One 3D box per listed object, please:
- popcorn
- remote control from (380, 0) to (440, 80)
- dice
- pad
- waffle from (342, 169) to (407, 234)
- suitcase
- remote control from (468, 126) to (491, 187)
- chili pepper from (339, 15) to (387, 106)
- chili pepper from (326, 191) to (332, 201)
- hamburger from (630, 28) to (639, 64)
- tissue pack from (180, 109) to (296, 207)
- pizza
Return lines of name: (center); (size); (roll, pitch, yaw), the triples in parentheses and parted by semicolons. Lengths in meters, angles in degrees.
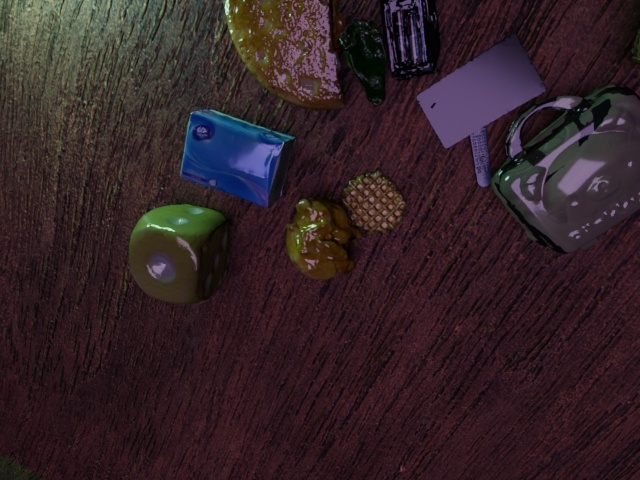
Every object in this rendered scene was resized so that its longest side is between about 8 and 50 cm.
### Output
popcorn: (0.000, 0.003, 1.143); (0.253, 0.190, 0.191); (48, 136, -11)
remote control: (0.194, -0.589, 0.944); (0.144, 0.062, 0.399); (-7, 109, 16)
dice: (-0.412, 0.035, 1.228); (0.226, 0.233, 0.238); (13, 112, 9)
pad: (0.392, -0.365, 1.007); (0.265, 0.009, 0.159); (-29, 95, 20)
waffle: (0.149, -0.102, 1.151); (0.191, 0.038, 0.191); (4, 111, 11)
suitcase: (0.585, -0.173, 0.940); (0.339, 0.194, 0.351); (46, 113, -4)
remote control: (0.416, -0.214, 1.055); (0.043, 0.027, 0.152); (-7, 107, 22)
chili pepper: (0.109, -0.427, 0.994); (0.108, 0.062, 0.216); (-37, 126, -13)
chili pepper: (0.006, -0.110, 1.192); (0.083, 0.017, 0.030); (-30, 100, 22)
hamburger: (0.748, -0.450, 0.789); (0.211, 0.260, 0.245); (4, 68, 28)
tissue pack: (-0.229, -0.229, 1.132); (0.263, 0.146, 0.198); (20, 113, 5)
pizza: (-0.070, -0.500, 1.011); (0.409, 0.114, 0.278); (37, 113, -4)
